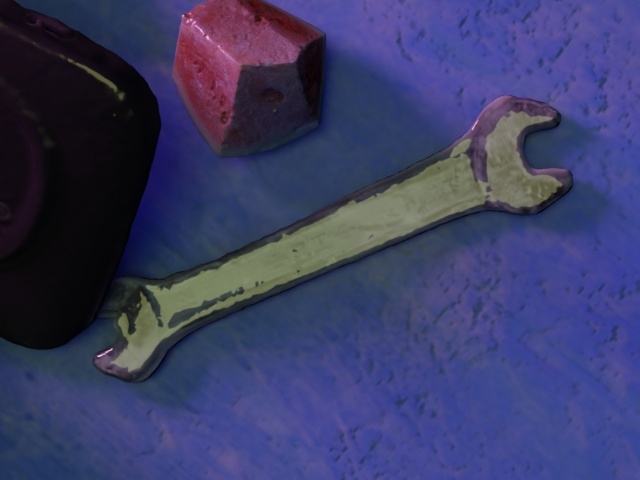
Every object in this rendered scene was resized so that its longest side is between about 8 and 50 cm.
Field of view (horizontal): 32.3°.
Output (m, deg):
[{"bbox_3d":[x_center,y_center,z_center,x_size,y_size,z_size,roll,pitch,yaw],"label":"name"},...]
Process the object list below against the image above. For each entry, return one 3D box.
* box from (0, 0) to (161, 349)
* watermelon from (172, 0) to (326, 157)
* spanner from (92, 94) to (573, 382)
[{"bbox_3d":[-0.201,-0.043,0.623,0.212,0.042,0.201,28,118,9],"label":"box"},{"bbox_3d":[-0.046,-0.091,0.616,0.084,0.072,0.092,26,97,27],"label":"watermelon"},{"bbox_3d":[0.000,0.000,0.629,0.301,0.017,0.071,-23,83,8],"label":"spanner"}]
